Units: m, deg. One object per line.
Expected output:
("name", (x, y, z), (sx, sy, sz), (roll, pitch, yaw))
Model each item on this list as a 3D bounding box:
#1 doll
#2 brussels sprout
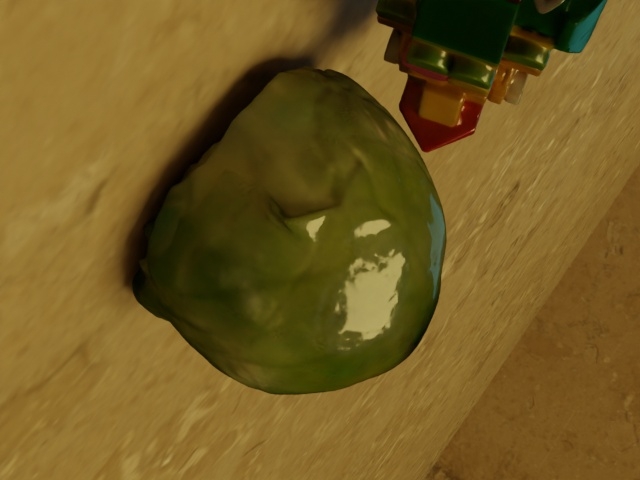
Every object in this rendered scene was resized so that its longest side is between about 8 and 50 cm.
("doll", (0.074, -0.124, 0.585), (0.186, 0.106, 0.134), (101, 8, -61))
("brussels sprout", (0.002, 0.004, 0.617), (0.151, 0.122, 0.149), (-45, 167, -30))
